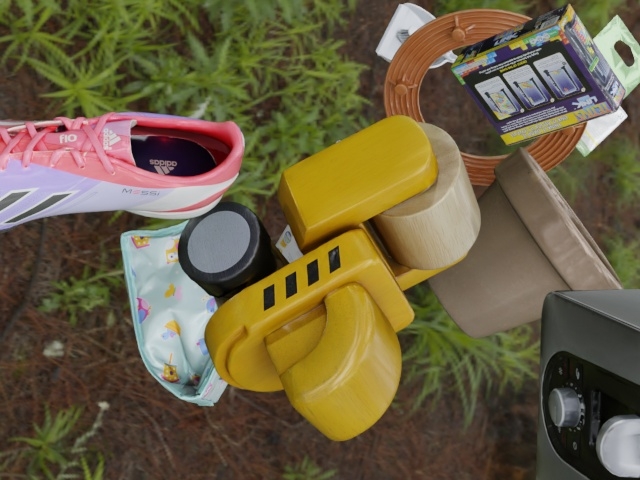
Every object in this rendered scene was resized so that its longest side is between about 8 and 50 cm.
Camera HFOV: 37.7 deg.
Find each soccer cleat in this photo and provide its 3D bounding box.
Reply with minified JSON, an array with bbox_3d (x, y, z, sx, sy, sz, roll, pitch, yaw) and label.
[{"bbox_3d":[-0.221,-0.071,0.815,0.318,0.116,0.108,-2,72,-27],"label":"soccer cleat"}]

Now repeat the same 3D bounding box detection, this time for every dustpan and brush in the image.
[{"bbox_3d":[0.235,-0.387,1.917,0.211,0.060,0.147,32,67,-15],"label":"dustpan and brush"}]

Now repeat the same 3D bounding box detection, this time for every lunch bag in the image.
[{"bbox_3d":[-0.194,0.117,1.398,0.160,0.223,0.262,-13,80,-4],"label":"lunch bag"}]

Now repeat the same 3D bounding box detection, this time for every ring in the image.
[{"bbox_3d":[0.266,-0.219,1.527,0.336,0.337,0.032,57,32,-29],"label":"ring"}]

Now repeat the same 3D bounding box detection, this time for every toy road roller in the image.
[{"bbox_3d":[0.036,0.054,0.978,0.330,0.240,0.202,-30,147,4],"label":"toy road roller"}]

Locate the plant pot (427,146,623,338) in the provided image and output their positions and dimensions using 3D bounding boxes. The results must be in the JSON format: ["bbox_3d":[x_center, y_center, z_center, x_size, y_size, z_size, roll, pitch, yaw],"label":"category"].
[{"bbox_3d":[0.285,0.026,1.414,0.263,0.229,0.263,49,17,-21],"label":"plant pot"}]

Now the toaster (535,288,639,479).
[{"bbox_3d":[0.184,0.107,0.371,0.186,0.110,0.167,0,98,-9],"label":"toaster"}]

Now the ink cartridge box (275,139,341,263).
[{"bbox_3d":[0.000,0.000,1.604,0.065,0.185,0.311,25,108,-28],"label":"ink cartridge box"}]

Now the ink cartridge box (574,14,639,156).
[{"bbox_3d":[0.565,-0.309,1.891,0.235,0.056,0.171,-44,123,8],"label":"ink cartridge box"}]

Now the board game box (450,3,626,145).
[{"bbox_3d":[0.274,-0.204,1.187,0.141,0.170,0.048,48,53,-23],"label":"board game box"}]
